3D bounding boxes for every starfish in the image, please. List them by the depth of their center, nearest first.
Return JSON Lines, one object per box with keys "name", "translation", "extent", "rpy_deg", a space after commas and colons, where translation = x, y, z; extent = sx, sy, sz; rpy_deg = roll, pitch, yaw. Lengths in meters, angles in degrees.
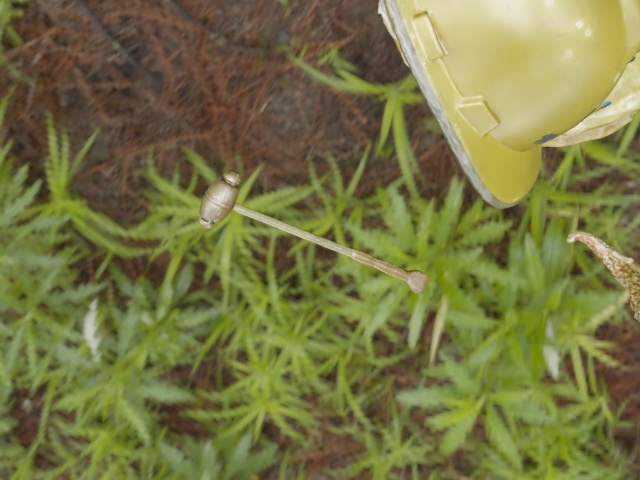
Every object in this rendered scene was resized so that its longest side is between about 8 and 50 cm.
{"name": "starfish", "translation": [0.461, 0.112, 1.815], "extent": [0.084, 0.293, 0.301], "rpy_deg": [-42, 104, -6]}

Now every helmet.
{"name": "helmet", "translation": [0.147, -0.164, 0.987], "extent": [0.140, 0.205, 0.257], "rpy_deg": [-19, 100, 30]}

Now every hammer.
{"name": "hammer", "translation": [0.000, 0.000, 0.671], "extent": [0.123, 0.014, 0.029], "rpy_deg": [22, 106, -28]}

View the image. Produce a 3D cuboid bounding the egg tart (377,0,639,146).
{"name": "egg tart", "translation": [0.229, -0.291, 1.487], "extent": [0.388, 0.169, 0.388], "rpy_deg": [0, 89, 19]}
